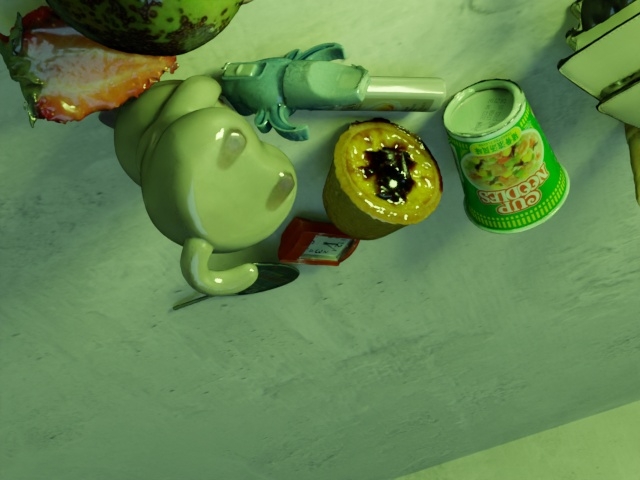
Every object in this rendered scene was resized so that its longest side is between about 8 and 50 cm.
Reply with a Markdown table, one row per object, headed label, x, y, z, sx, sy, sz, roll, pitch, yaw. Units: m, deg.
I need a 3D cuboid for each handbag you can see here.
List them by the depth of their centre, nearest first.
| label | x | y | z | sx | sy | sz | roll | pitch | yaw |
| --- | --- | --- | --- | --- | --- | --- | --- | --- | --- |
| handbag | 0.563 | -0.316 | 1.075 | 0.237 | 0.160 | 0.359 | 27 | 154 | -21 |

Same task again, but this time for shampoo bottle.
| label | x | y | z | sx | sy | sz | roll | pitch | yaw |
| --- | --- | --- | --- | --- | --- | --- | --- | --- | --- |
| shampoo bottle | 0.091 | -0.246 | 1.229 | 0.228 | 0.055 | 0.086 | -2 | 173 | -16 |

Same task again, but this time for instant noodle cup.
| label | x | y | z | sx | sy | sz | roll | pitch | yaw |
| --- | --- | --- | --- | --- | --- | --- | --- | --- | --- |
| instant noodle cup | 0.323 | -0.161 | 1.331 | 0.207 | 0.207 | 0.232 | -24 | 133 | 13 |

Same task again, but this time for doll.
| label | x | y | z | sx | sy | sz | roll | pitch | yaw |
| --- | --- | --- | --- | --- | --- | --- | --- | --- | --- |
| doll | -0.180 | -0.119 | 1.085 | 0.215 | 0.370 | 0.226 | 22 | 113 | -39 |

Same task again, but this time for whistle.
| label | x | y | z | sx | sy | sz | roll | pitch | yaw |
| --- | --- | --- | --- | --- | --- | --- | --- | --- | --- |
| whistle | -0.047 | -0.234 | 1.125 | 0.269 | 0.180 | 0.093 | 9 | 151 | 30 |

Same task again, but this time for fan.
| label | x | y | z | sx | sy | sz | roll | pitch | yaw |
| --- | --- | --- | --- | --- | --- | --- | --- | --- | --- |
| fan | -0.167 | 0.100 | 1.608 | 0.223 | 0.012 | 0.294 | -1 | 159 | -35 |

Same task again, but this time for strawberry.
| label | x | y | z | sx | sy | sz | roll | pitch | yaw |
| --- | --- | --- | --- | --- | --- | --- | --- | --- | --- |
| strawberry | -0.332 | -0.273 | 1.044 | 0.228 | 0.098 | 0.174 | -23 | 128 | -8 |

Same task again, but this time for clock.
| label | x | y | z | sx | sy | sz | roll | pitch | yaw |
| --- | --- | --- | --- | --- | --- | --- | --- | --- | --- |
| clock | 0.000 | 0.000 | 1.529 | 0.155 | 0.061 | 0.113 | 7 | 140 | -31 |

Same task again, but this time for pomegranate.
| label | x | y | z | sx | sy | sz | roll | pitch | yaw |
| --- | --- | --- | --- | --- | --- | --- | --- | --- | --- |
| pomegranate | -0.174 | -0.353 | 0.884 | 0.285 | 0.284 | 0.341 | -35 | 165 | 25 |

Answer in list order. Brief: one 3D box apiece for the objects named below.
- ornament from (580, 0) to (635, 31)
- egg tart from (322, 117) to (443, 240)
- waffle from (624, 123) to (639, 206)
| label | x | y | z | sx | sy | sz | roll | pitch | yaw |
| --- | --- | --- | --- | --- | --- | --- | --- | --- | --- |
| ornament | 0.387 | -0.446 | 0.958 | 0.106 | 0.260 | 0.251 | -32 | 180 | -36 |
| egg tart | 0.098 | -0.101 | 1.325 | 0.215 | 0.215 | 0.171 | 5 | 154 | -24 |
| waffle | 0.669 | -0.231 | 1.267 | 0.078 | 0.304 | 0.348 | 28 | 132 | -10 |
